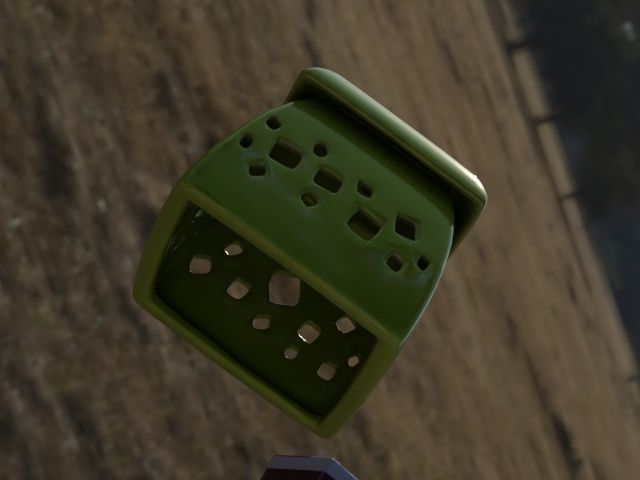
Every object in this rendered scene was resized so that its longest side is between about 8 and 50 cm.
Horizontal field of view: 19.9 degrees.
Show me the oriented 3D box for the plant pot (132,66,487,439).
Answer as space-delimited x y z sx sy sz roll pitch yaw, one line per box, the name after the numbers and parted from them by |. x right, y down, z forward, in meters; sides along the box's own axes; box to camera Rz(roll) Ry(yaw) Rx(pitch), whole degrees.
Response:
0.000 0.000 1.570 0.228 0.207 0.227 37 -32 4 | plant pot

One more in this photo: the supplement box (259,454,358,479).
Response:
-0.025 0.284 1.272 0.130 0.073 0.239 44 60 -28 | supplement box
